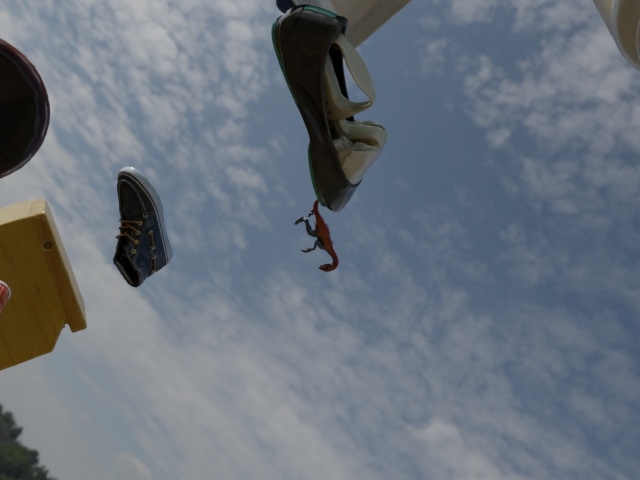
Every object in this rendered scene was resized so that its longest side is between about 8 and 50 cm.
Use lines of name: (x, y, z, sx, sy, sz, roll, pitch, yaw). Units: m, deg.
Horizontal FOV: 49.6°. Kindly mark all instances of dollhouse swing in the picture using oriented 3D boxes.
dollhouse swing: (-0.655, 0.090, 1.331, 0.305, 0.347, 0.314, 168, -97, -75)

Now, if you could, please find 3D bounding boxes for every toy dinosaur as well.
toy dinosaur: (0.000, 0.000, 0.937, 0.082, 0.047, 0.090, 53, -25, 13)

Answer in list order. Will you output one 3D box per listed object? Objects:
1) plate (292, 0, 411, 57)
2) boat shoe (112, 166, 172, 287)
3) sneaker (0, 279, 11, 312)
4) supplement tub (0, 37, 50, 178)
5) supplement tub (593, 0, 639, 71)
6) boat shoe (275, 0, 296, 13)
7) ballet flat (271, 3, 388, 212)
plate: (0.050, -0.410, 0.853, 0.278, 0.277, 0.045, 43, 14, -41)
boat shoe: (-0.283, -0.017, 1.060, 0.065, 0.083, 0.183, 9, -51, 28)
sneaker: (-0.505, 0.115, 0.964, 0.175, 0.067, 0.064, -38, -66, 22)
supplement tub: (-0.272, -0.107, 0.539, 0.198, 0.106, 0.106, 26, -36, 61)
supplement tub: (0.510, -0.372, 0.966, 0.241, 0.331, 0.241, 2, -45, 2)
boat shoe: (-0.014, -0.477, 1.213, 0.066, 0.183, 0.066, 43, 10, -17)
ballet flat: (0.021, -0.139, 0.814, 0.096, 0.095, 0.280, 4, -43, 23)
